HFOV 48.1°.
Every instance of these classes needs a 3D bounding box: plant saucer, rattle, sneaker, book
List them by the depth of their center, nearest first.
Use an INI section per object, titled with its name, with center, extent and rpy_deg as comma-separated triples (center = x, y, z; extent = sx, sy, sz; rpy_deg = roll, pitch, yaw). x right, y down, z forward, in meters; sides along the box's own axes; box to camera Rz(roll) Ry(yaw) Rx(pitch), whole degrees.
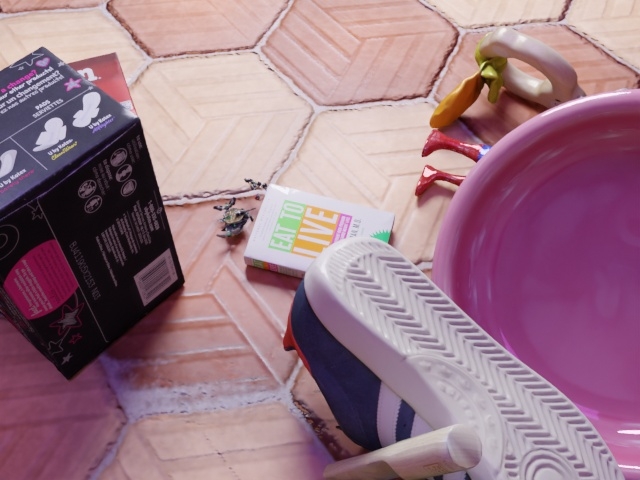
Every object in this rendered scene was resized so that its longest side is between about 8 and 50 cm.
[sneaker]
center = 0.104, 0.160, 0.606
extent = 0.131, 0.148, 0.350
rpy_deg = -30, 73, -42
[plant saucer]
center = 0.267, 0.040, 0.626
extent = 0.332, 0.084, 0.331
rpy_deg = -1, 87, 27
[book]
center = 0.000, 0.000, 0.779
extent = 0.144, 0.035, 0.096
rpy_deg = 13, 59, 8
[rattle]
center = 0.259, -0.156, 0.865
extent = 0.200, 0.130, 0.142
rpy_deg = 34, 70, -8

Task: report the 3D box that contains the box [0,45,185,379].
[box]
center = -0.243, -0.018, 0.657
extent = 0.142, 0.247, 0.163
rpy_deg = 36, 62, 22

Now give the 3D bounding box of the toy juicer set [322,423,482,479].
[toy juicer set]
center = 0.126, 0.242, 0.470
extent = 0.329, 0.209, 0.089
rpy_deg = 39, 52, 19

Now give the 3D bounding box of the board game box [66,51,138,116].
[board game box]
center = -0.376, -0.149, 0.890
extent = 0.281, 0.027, 0.145
rpy_deg = -18, 55, -12

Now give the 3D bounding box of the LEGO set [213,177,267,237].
[LEGO set]
center = -0.088, -0.032, 0.802
extent = 0.083, 0.023, 0.054
rpy_deg = -42, 54, -15

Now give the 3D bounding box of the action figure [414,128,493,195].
[action figure]
center = 0.231, -0.018, 0.752
extent = 0.281, 0.091, 0.139
rpy_deg = 17, 50, 13
